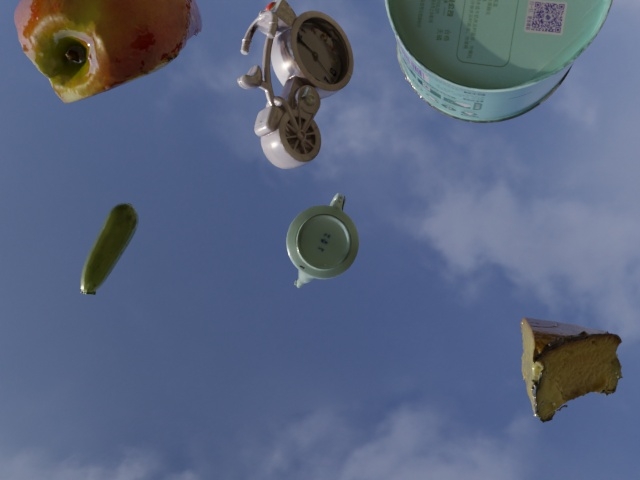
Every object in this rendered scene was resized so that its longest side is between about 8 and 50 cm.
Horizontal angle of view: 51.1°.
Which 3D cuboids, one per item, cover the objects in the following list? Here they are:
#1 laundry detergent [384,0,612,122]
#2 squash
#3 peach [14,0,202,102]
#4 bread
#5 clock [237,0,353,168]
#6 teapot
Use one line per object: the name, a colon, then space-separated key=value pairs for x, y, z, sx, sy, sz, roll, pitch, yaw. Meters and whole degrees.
laundry detergent: x=0.247 y=-0.327 z=0.982 sx=0.287 sy=0.305 sz=0.287 roll=0 pitch=-89 yaw=10
squash: x=-0.424 y=0.017 z=1.341 sx=0.066 sy=0.066 sz=0.201 roll=26 pitch=-103 yaw=-16
peach: x=-0.406 y=-0.449 z=1.335 sx=0.380 sy=0.306 sz=0.242 roll=-85 pitch=-27 yaw=-66
bread: x=0.399 y=0.209 z=1.088 sx=0.160 sy=0.169 sz=0.140 roll=-26 pitch=-64 yaw=-62
clock: x=-0.021 y=-0.119 z=0.505 sx=0.087 sy=0.041 sz=0.129 roll=29 pitch=-116 yaw=-34
teapot: x=0.000 y=0.000 z=1.483 sx=0.159 sy=0.159 sz=0.232 roll=26 pitch=-94 yaw=-16
